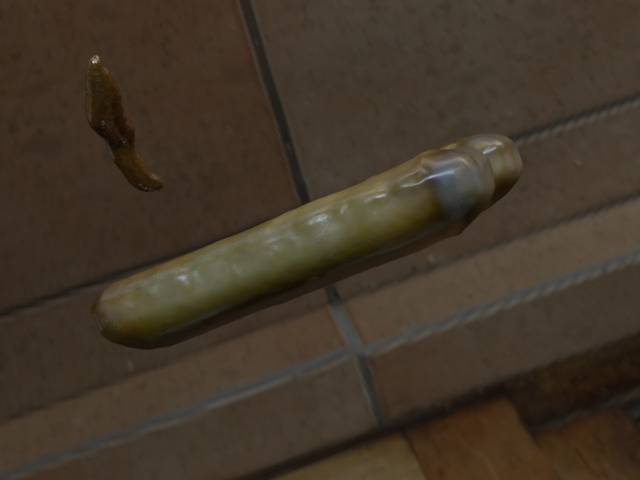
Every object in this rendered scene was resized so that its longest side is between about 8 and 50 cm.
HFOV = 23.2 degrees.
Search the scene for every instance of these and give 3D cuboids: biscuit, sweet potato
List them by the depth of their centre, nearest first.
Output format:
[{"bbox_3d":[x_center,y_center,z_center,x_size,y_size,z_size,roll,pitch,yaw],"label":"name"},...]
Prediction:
[{"bbox_3d":[0.000,0.000,1.115,0.290,0.237,0.062,-21,91,16],"label":"biscuit"},{"bbox_3d":[-0.182,-0.100,1.393,0.044,0.044,0.179,-21,141,-4],"label":"sweet potato"}]
